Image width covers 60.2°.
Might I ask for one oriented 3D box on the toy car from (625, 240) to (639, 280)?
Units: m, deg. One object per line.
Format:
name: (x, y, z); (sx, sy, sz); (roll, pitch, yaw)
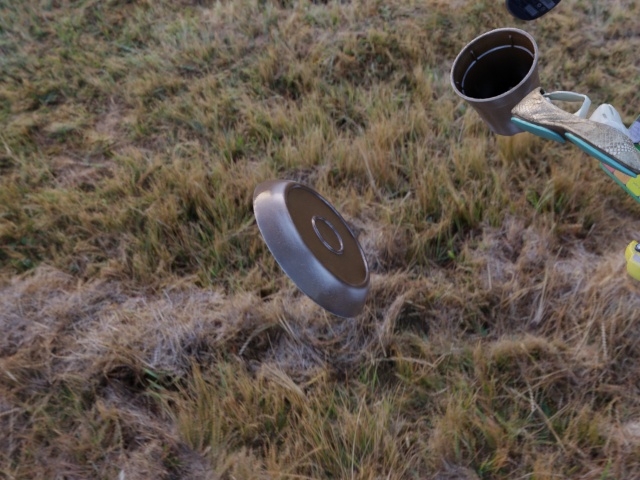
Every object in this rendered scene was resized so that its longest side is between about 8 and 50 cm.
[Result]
toy car: (0.697, 0.116, 1.088); (0.053, 0.239, 0.225); (-25, 96, 0)

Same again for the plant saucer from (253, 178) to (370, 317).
plant saucer: (0.000, 0.000, 1.043); (0.050, 0.310, 0.311); (-38, 60, 23)

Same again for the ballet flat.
ballet flat: (0.329, -0.148, 0.697); (0.067, 0.073, 0.206); (-58, 42, 13)

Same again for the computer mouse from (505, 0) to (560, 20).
computer mouse: (0.507, -0.523, 1.082); (0.184, 0.262, 0.060); (25, 55, -17)

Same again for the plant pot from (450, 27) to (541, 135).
plant pot: (0.372, -0.306, 1.114); (0.167, 0.165, 0.167); (-16, 59, 29)

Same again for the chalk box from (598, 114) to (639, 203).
chalk box: (0.761, -0.174, 1.196); (0.289, 0.179, 0.180); (-4, 48, -28)
